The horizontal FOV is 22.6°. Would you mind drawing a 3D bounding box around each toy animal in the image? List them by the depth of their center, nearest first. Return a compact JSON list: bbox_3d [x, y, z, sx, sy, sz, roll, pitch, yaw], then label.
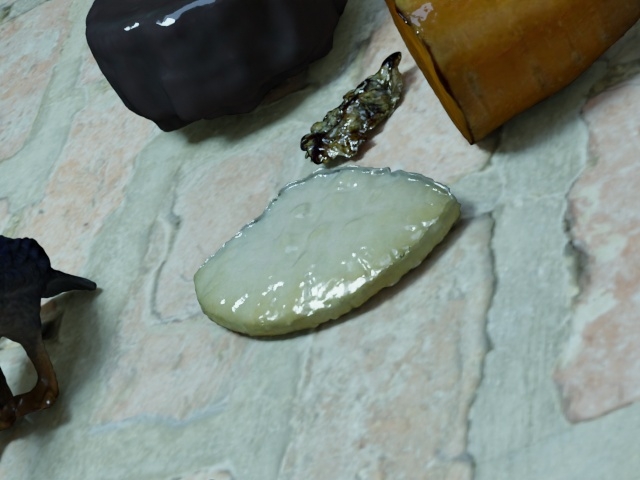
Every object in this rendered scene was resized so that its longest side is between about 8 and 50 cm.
[{"bbox_3d":[-0.303,0.074,1.429,0.122,0.185,0.298,-24,16,28],"label":"toy animal"}]

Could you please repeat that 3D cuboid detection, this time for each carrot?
[{"bbox_3d":[0.178,-0.199,1.343,0.225,0.159,0.159,-29,33,8],"label":"carrot"}]

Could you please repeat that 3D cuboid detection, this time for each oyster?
[{"bbox_3d":[0.030,-0.123,1.500,0.086,0.029,0.132,-8,44,38],"label":"oyster"}]

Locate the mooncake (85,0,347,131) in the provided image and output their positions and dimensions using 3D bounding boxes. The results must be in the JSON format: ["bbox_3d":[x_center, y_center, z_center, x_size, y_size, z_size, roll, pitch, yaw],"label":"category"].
[{"bbox_3d":[-0.099,-0.232,1.659,0.283,0.141,0.283,-21,28,12],"label":"mooncake"}]

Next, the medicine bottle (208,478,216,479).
[{"bbox_3d":[-0.136,0.267,1.143,0.220,0.061,0.092,-52,16,-23],"label":"medicine bottle"}]

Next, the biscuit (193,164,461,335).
[{"bbox_3d":[0.000,0.000,1.366,0.265,0.040,0.188,-21,38,24],"label":"biscuit"}]
